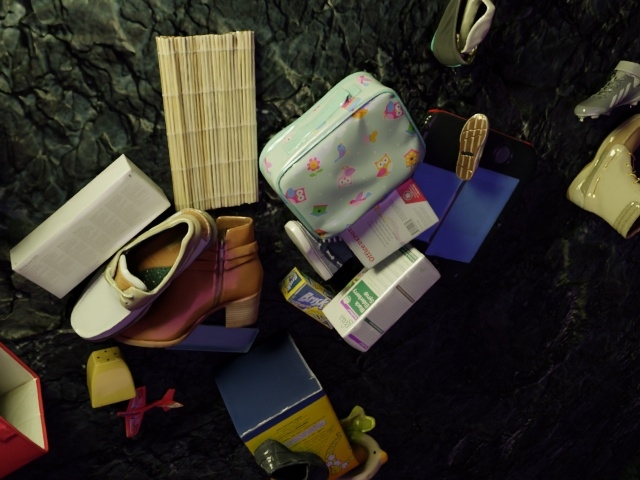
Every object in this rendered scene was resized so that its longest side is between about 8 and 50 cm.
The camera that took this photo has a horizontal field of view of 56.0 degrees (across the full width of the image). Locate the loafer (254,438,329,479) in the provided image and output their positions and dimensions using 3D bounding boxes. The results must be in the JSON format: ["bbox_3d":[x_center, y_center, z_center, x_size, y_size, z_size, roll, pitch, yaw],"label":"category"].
[{"bbox_3d":[-0.052,0.479,1.252,0.076,0.078,0.223,-44,133,7],"label":"loafer"}]

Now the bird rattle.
[{"bbox_3d":[0.057,0.557,1.577,0.254,0.207,0.142,-20,113,-30],"label":"bird rattle"}]

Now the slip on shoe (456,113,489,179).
[{"bbox_3d":[0.305,-0.187,1.201,0.041,0.052,0.135,-33,134,-55],"label":"slip on shoe"}]

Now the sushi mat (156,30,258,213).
[{"bbox_3d":[-0.176,-0.182,0.990,0.152,0.019,0.316,-15,129,-23],"label":"sushi mat"}]

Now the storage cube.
[{"bbox_3d":[-0.590,0.286,0.980,0.193,0.183,0.214,-29,133,-9],"label":"storage cube"}]

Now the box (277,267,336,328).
[{"bbox_3d":[-0.014,0.126,1.296,0.059,0.054,0.169,-45,133,6],"label":"box"}]

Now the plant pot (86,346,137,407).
[{"bbox_3d":[-0.400,0.251,1.143,0.082,0.081,0.083,-9,117,-25],"label":"plant pot"}]

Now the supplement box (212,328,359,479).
[{"bbox_3d":[-0.071,0.411,1.380,0.195,0.194,0.356,-29,134,-9],"label":"supplement box"}]

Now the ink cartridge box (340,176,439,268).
[{"bbox_3d":[0.125,-0.047,1.197,0.175,0.072,0.127,-35,123,7],"label":"ink cartridge box"}]

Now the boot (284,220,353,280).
[{"bbox_3d":[0.000,0.000,1.209,0.086,0.069,0.190,-42,142,-7],"label":"boot"}]

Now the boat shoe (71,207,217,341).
[{"bbox_3d":[-0.308,0.055,0.998,0.302,0.113,0.103,-44,177,4],"label":"boat shoe"}]

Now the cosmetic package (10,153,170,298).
[{"bbox_3d":[-0.368,-0.022,0.966,0.239,0.060,0.099,-40,136,1],"label":"cosmetic package"}]

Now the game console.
[{"bbox_3d":[0.276,-0.072,1.319,0.342,0.060,0.386,9,117,-36],"label":"game console"}]

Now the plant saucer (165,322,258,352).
[{"bbox_3d":[-0.224,0.199,1.251,0.192,0.018,0.067,11,117,-36],"label":"plant saucer"}]

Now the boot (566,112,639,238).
[{"bbox_3d":[0.745,-0.154,1.437,0.095,0.203,0.262,21,112,-41],"label":"boot"}]

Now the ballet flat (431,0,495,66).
[{"bbox_3d":[0.276,-0.428,1.022,0.095,0.096,0.280,-5,125,-28],"label":"ballet flat"}]

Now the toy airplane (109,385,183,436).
[{"bbox_3d":[-0.366,0.349,1.270,0.151,0.028,0.151,-17,132,-20],"label":"toy airplane"}]

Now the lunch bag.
[{"bbox_3d":[0.042,-0.156,1.080,0.279,0.108,0.224,-41,132,2],"label":"lunch bag"}]

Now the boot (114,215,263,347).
[{"bbox_3d":[-0.242,0.071,1.088,0.284,0.109,0.220,-6,119,-14],"label":"boot"}]

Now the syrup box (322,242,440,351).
[{"bbox_3d":[0.128,0.113,1.274,0.237,0.093,0.096,-45,134,2],"label":"syrup box"}]

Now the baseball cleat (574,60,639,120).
[{"bbox_3d":[0.648,-0.340,1.346,0.206,0.072,0.109,-21,118,-23],"label":"baseball cleat"}]
